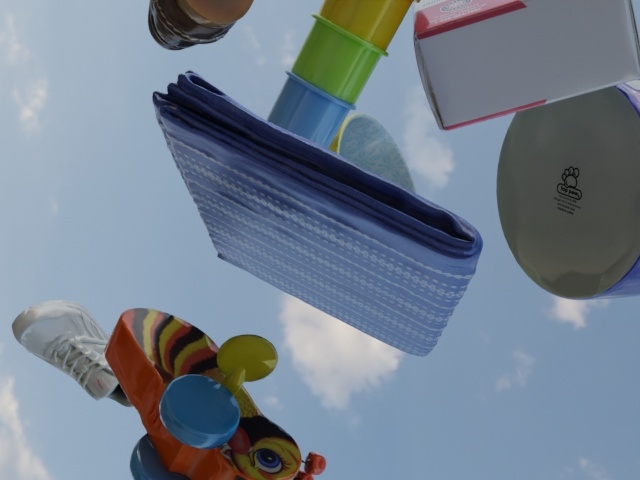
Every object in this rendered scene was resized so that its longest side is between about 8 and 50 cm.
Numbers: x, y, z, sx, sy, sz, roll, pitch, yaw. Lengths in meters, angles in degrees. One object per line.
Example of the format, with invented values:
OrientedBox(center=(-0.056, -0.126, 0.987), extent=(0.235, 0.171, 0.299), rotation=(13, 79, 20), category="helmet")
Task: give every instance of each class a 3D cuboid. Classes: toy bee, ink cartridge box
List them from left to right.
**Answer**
OrientedBox(center=(-0.087, 0.191, 0.764), extent=(0.195, 0.162, 0.298), rotation=(-39, -126, 42), category="toy bee")
OrientedBox(center=(0.210, -0.252, 0.923), extent=(0.207, 0.283, 0.117), rotation=(-15, -59, 15), category="ink cartridge box")

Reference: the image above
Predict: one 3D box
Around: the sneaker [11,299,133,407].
OrientedBox(center=(-0.327, 0.165, 1.189), extent=(0.090, 0.232, 0.115), rotation=(-46, -135, 6), category="sneaker")

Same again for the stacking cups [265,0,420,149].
OrientedBox(center=(-0.008, -0.128, 0.876), extent=(0.096, 0.096, 0.316), rotation=(37, -74, 40), category="stacking cups")

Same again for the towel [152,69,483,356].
OrientedBox(center=(0.000, 0.000, 0.687), extent=(0.243, 0.336, 0.040), rotation=(27, -106, 10), category="towel")

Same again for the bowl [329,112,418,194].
OrientedBox(center=(0.031, -0.032, 1.279), extent=(0.156, 0.289, 0.289), rotation=(-14, -97, 27), category="bowl")

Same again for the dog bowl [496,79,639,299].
OrientedBox(center=(0.326, -0.063, 0.983), extent=(0.265, 0.104, 0.264), rotation=(13, -76, 62), category="dog bowl")

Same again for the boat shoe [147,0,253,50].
OrientedBox(center=(-0.058, -0.214, 0.522), extent=(0.073, 0.073, 0.207), rotation=(-12, -126, 60), category="boat shoe")
